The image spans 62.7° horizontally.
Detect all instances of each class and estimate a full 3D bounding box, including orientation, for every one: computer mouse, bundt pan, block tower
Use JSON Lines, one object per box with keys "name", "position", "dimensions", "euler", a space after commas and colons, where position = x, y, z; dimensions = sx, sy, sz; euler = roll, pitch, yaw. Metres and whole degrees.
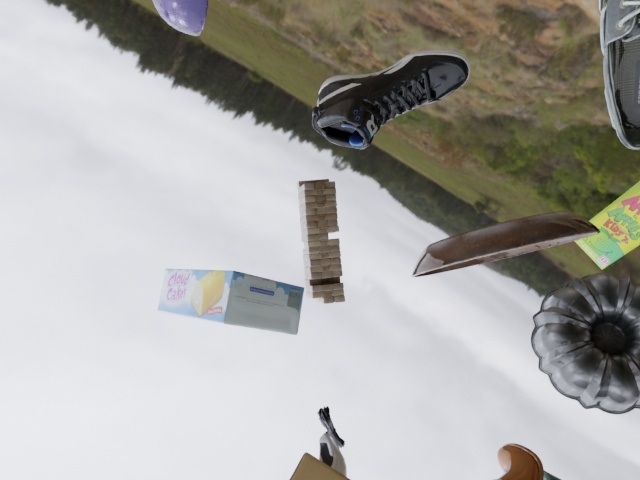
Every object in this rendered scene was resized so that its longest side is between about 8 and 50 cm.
{"name": "computer mouse", "position": [0.025, 0.395, 0.967], "dimensions": [0.193, 0.042, 0.106], "euler": [-93, -14, -71]}
{"name": "bundt pan", "position": [0.654, 0.217, 1.187], "dimensions": [0.331, 0.331, 0.124], "euler": [45, 177, 27]}
{"name": "block tower", "position": [0.000, 0.000, 1.417], "dimensions": [0.090, 0.336, 0.097], "euler": [-5, 178, -14]}

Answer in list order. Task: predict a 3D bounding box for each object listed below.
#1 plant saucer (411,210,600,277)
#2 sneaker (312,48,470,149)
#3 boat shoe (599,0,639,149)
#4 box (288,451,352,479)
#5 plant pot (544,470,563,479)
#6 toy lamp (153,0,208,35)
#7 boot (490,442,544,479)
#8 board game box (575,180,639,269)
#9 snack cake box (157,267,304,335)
{"name": "plant saucer", "position": [0.302, 0.006, 0.893], "dimensions": [0.310, 0.310, 0.050], "euler": [8, -112, -67]}
{"name": "sneaker", "position": [0.093, -0.179, 0.709], "dimensions": [0.079, 0.216, 0.121], "euler": [58, -147, -43]}
{"name": "boat shoe", "position": [0.397, -0.267, 0.619], "dimensions": [0.119, 0.120, 0.335], "euler": [-60, -43, -47]}
{"name": "box", "position": [0.019, 0.465, 0.837], "dimensions": [0.201, 0.165, 0.021], "euler": [33, 163, -2]}
{"name": "plant pot", "position": [0.526, 0.664, 1.060], "dimensions": [0.334, 0.341, 0.341], "euler": [32, -168, 1]}
{"name": "toy lamp", "position": [-0.202, -0.157, 0.281], "dimensions": [0.274, 0.080, 0.080], "euler": [-5, -148, -23]}
{"name": "boot", "position": [0.304, 0.408, 0.871], "dimensions": [0.152, 0.073, 0.197], "euler": [1, -168, -13]}
{"name": "board game box", "position": [0.586, -0.032, 1.014], "dimensions": [0.043, 0.181, 0.092], "euler": [-27, -109, -36]}
{"name": "snack cake box", "position": [-0.171, 0.110, 0.964], "dimensions": [0.152, 0.089, 0.264], "euler": [17, 168, -39]}
